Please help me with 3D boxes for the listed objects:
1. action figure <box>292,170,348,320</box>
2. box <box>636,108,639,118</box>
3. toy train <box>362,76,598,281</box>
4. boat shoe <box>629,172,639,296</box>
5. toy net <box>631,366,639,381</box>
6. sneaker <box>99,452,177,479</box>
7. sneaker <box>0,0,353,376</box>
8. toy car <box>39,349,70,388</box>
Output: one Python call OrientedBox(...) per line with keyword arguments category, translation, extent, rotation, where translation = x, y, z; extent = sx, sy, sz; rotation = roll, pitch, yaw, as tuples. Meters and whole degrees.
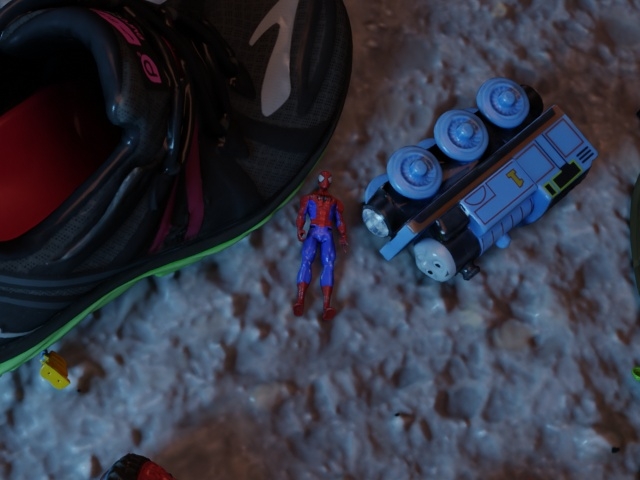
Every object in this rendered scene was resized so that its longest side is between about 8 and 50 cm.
OrientedBox(category="action figure", translation=(0.000, 0.000, 1.091), extent=(0.038, 0.030, 0.115), rotation=(6, 61, -5))
OrientedBox(category="box", translation=(0.384, -0.072, 1.206), extent=(0.191, 0.045, 0.184), rotation=(-24, 70, -21))
OrientedBox(category="toy train", translation=(0.116, -0.044, 1.112), extent=(0.184, 0.080, 0.105), rotation=(-38, 84, -26))
OrientedBox(category="boat shoe", translation=(0.338, 0.061, 1.070), extent=(0.123, 0.123, 0.342), rotation=(3, 41, -28))
OrientedBox(category="toy net", translation=(0.344, 0.141, 1.096), extent=(0.232, 0.045, 0.122), rotation=(3, 38, -15))
OrientedBox(category="sneaker", translation=(-0.130, 0.245, 0.895), extent=(0.104, 0.125, 0.261), rotation=(39, 29, -32))
OrientedBox(category="sneaker", translation=(-0.122, -0.078, 0.982), extent=(0.185, 0.202, 0.483), rotation=(40, 50, 8))
OrientedBox(category="toy car", translation=(-0.233, 0.081, 1.003), extent=(0.122, 0.060, 0.040), rotation=(27, 16, -17))
